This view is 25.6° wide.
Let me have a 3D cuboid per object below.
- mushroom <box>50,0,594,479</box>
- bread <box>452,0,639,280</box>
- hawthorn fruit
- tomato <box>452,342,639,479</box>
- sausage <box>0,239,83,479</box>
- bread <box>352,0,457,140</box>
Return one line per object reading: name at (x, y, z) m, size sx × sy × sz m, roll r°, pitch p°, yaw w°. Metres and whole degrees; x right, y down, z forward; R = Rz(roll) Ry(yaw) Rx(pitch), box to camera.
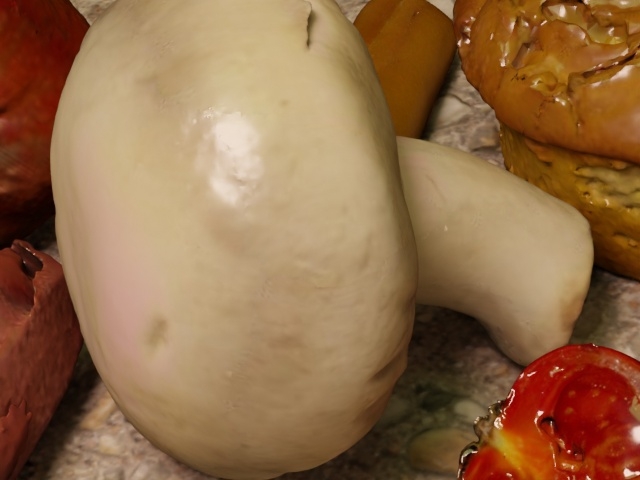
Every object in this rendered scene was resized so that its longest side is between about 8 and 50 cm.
mushroom at (-0.034, 0.013, 0.870) m, size 0.315 × 0.356 × 0.315 m, roll -32°, pitch 25°, yaw 17°
bread at (0.295, -0.131, 0.995) m, size 0.398 × 0.215 × 0.398 m, roll -6°, pitch 43°, yaw 6°
hawthorn fruit at (-0.312, -0.120, 1.060) m, size 0.275 × 0.275 × 0.300 m, roll -34°, pitch 39°, yaw -23°
tomato at (0.155, 0.149, 0.817) m, size 0.139 × 0.091 × 0.159 m, roll 26°, pitch 80°, yaw 43°
sausage at (-0.252, 0.111, 0.881) m, size 0.152 × 0.152 × 0.279 m, roll 8°, pitch 47°, yaw 18°
bread at (0.042, -0.117, 1.124) m, size 0.093 × 0.074 × 0.239 m, roll 4°, pitch 44°, yaw 21°
